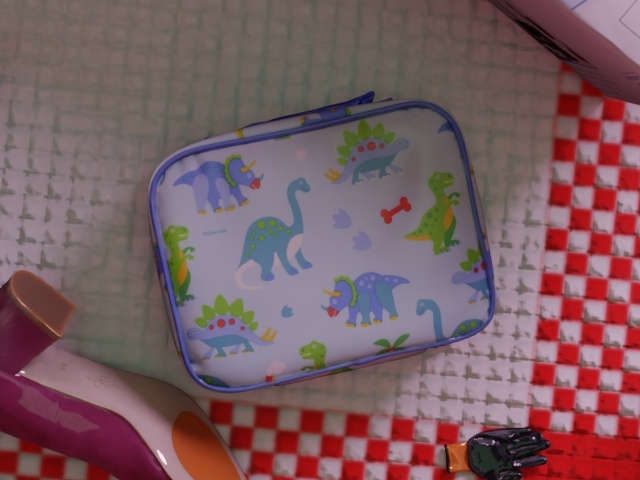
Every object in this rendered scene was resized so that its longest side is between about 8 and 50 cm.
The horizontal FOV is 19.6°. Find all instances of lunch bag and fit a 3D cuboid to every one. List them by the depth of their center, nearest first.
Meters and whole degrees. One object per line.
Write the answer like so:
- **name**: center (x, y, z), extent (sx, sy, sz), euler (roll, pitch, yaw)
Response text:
- **lunch bag**: center (0.000, 0.000, 1.227), extent (0.219, 0.090, 0.176), euler (-13, 90, -4)

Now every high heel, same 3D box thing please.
- **high heel**: center (-0.155, 0.135, 1.234), extent (0.244, 0.082, 0.117), euler (42, 118, -15)

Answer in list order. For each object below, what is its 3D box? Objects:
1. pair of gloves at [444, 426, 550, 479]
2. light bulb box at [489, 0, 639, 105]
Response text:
- **pair of gloves**: center (0.126, 0.170, 1.270), extent (0.074, 0.010, 0.083), euler (-11, 86, -3)
- **light bulb box**: center (0.179, -0.326, 1.147), extent (0.361, 0.225, 0.358), euler (37, 92, -10)
